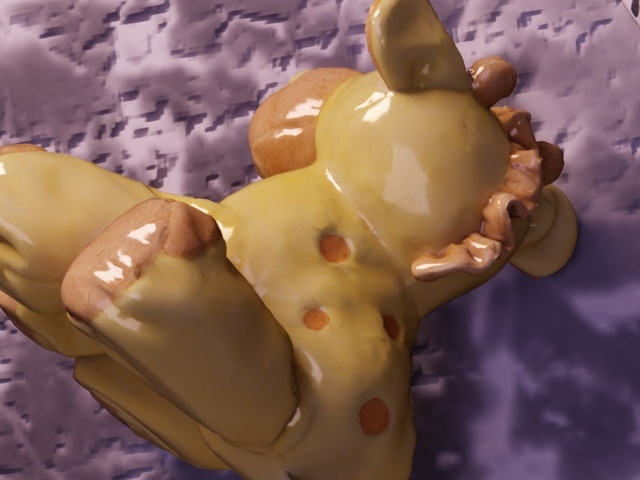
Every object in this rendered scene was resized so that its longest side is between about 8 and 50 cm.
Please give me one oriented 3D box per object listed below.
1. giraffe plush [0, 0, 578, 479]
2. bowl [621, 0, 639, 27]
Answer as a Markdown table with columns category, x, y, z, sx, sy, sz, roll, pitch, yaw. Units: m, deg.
| category | x | y | z | sx | sy | sz | roll | pitch | yaw |
| --- | --- | --- | --- | --- | --- | --- | --- | --- | --- |
| giraffe plush | 0.000 | 0.000 | 0.712 | 0.210 | 0.181 | 0.170 | 31 | 74 | 23 |
| bowl | 0.178 | -0.135 | 0.702 | 0.170 | 0.080 | 0.170 | 0 | 89 | 14 |
